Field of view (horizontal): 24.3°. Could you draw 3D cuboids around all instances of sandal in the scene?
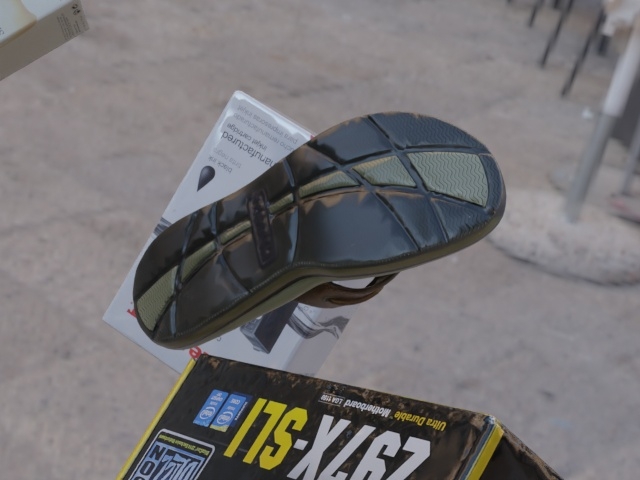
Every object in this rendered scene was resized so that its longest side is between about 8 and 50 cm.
[{"bbox_3d":[-0.001,-0.001,1.059,0.086,0.302,0.120,31,47,-47],"label":"sandal"}]

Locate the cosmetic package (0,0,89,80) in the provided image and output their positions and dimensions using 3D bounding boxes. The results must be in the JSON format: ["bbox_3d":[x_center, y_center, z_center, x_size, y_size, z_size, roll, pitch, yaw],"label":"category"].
[{"bbox_3d":[-0.219,-0.142,0.986,0.115,0.041,0.060,-34,68,-12],"label":"cosmetic package"}]

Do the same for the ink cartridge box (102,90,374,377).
[{"bbox_3d":[-0.059,0.020,1.484,0.197,0.273,0.114,32,6,17],"label":"ink cartridge box"}]

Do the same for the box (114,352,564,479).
[{"bbox_3d":[-0.038,0.206,0.870,0.079,0.257,0.322,43,-20,-28],"label":"box"}]
